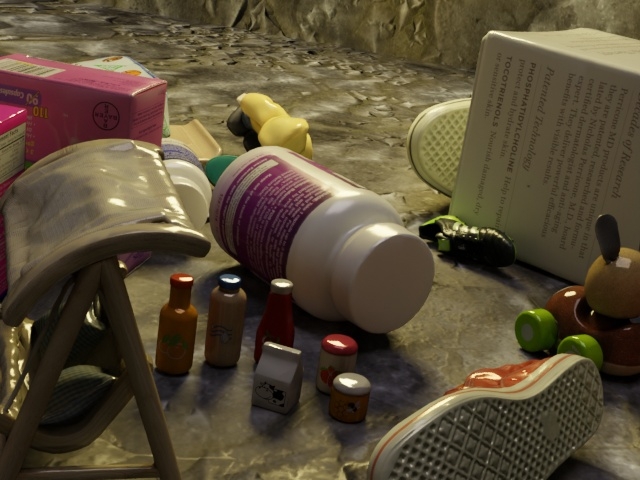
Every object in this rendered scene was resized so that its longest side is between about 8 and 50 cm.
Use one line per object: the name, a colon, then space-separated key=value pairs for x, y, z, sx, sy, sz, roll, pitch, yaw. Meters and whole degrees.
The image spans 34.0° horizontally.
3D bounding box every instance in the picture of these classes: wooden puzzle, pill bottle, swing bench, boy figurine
wooden puzzle: x=-0.312 y=-0.164 z=1.839 sx=0.238 sy=0.044 sz=0.221 roll=-5 pitch=23 yaw=-18
pill bottle: x=-0.215 y=-0.071 z=1.500 sx=0.112 sy=0.112 sz=0.187 roll=2 pitch=19 yaw=-15
swing bench: x=-0.209 y=0.060 z=0.921 sx=0.165 sy=0.255 sz=0.253 roll=1 pitch=20 yaw=-18
pill bottle: x=0.000 y=0.000 z=1.303 sx=0.169 sy=0.169 sz=0.301 roll=-6 pitch=23 yaw=-34
boy figurine: x=-0.077 y=-0.178 z=1.812 sx=0.092 sy=0.177 sz=0.285 roll=-40 pitch=21 yaw=-4

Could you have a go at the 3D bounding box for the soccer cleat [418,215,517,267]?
soccer cleat: x=0.216 y=0.005 z=1.550 sx=0.072 sy=0.060 sz=0.179 roll=-15 pitch=22 yaw=-29

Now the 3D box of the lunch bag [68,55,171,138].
lunch bag: x=-0.400 y=-0.230 z=1.791 sx=0.243 sy=0.115 sz=0.303 roll=-14 pitch=25 yaw=-22

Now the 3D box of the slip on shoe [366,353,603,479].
slip on shoe: x=0.146 y=0.180 z=0.962 sx=0.101 sy=0.123 sz=0.331 roll=-6 pitch=7 yaw=41

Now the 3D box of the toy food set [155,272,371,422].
toy food set: x=-0.049 y=0.101 z=1.092 sx=0.232 sy=0.105 sz=0.111 roll=14 pitch=20 yaw=17

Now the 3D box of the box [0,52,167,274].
box: x=-0.324 y=-0.095 z=1.330 sx=0.213 sy=0.243 sz=0.117 roll=12 pitch=20 yaw=10

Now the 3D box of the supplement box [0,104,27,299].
supplement box: x=-0.407 y=-0.042 z=1.181 sx=0.111 sy=0.220 sz=0.114 roll=9 pitch=19 yaw=5

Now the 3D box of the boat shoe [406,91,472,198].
boat shoe: x=0.301 y=-0.169 z=1.893 sx=0.156 sy=0.187 sz=0.500 roll=18 pitch=16 yaw=40

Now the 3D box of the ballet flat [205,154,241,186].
ballet flat: x=-0.092 y=-0.092 z=1.692 sx=0.203 sy=0.074 sz=0.074 roll=12 pitch=19 yaw=29

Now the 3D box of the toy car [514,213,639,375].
toy car: x=0.343 y=0.054 z=1.251 sx=0.155 sy=0.188 sz=0.149 roll=-5 pitch=23 yaw=-32

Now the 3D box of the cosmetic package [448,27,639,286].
cosmetic package: x=0.464 y=-0.123 z=1.592 sx=0.393 sy=0.328 sz=0.329 roll=24 pitch=25 yaw=36
